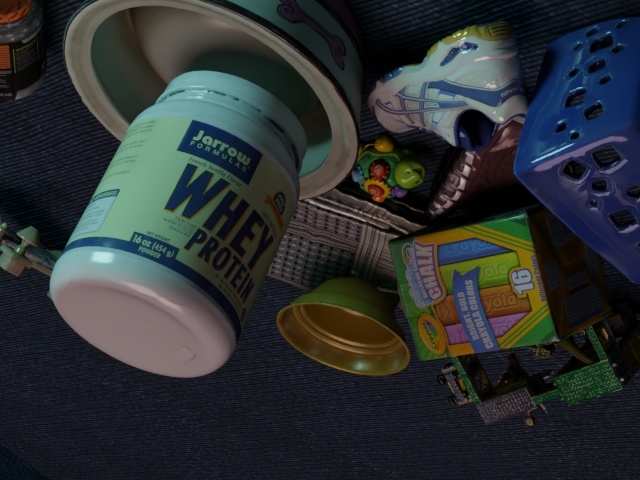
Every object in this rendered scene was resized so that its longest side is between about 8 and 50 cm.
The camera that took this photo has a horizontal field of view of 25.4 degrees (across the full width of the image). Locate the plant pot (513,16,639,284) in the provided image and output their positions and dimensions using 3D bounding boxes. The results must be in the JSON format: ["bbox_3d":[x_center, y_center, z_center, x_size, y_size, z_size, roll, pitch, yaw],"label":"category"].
[{"bbox_3d":[0.387,-0.125,1.613,0.236,0.236,0.212,38,140,-22],"label":"plant pot"}]

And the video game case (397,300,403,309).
[{"bbox_3d":[0.153,0.054,2.243,0.274,0.026,0.196,34,148,-20],"label":"video game case"}]

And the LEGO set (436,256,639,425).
[{"bbox_3d":[0.341,0.130,2.130,0.331,0.192,0.255,-35,89,37],"label":"LEGO set"}]

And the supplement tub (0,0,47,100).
[{"bbox_3d":[-0.446,-0.294,2.003,0.117,0.117,0.190,21,149,3],"label":"supplement tub"}]

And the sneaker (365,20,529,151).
[{"bbox_3d":[0.151,-0.162,1.751,0.112,0.131,0.296,-15,175,-24],"label":"sneaker"}]

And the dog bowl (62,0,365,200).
[{"bbox_3d":[-0.120,-0.231,1.854,0.408,0.150,0.408,16,149,10],"label":"dog bowl"}]

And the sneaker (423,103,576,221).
[{"bbox_3d":[0.248,-0.082,1.889,0.162,0.106,0.281,22,149,-5],"label":"sneaker"}]

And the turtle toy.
[{"bbox_3d":[0.098,-0.096,2.001,0.130,0.066,0.095,-14,134,46],"label":"turtle toy"}]

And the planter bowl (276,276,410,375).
[{"bbox_3d":[0.047,0.120,2.226,0.217,0.090,0.217,15,150,9],"label":"planter bowl"}]

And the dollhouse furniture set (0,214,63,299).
[{"bbox_3d":[-0.450,-0.001,2.548,0.303,0.174,0.355,34,180,-42],"label":"dollhouse furniture set"}]

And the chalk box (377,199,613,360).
[{"bbox_3d":[0.220,0.055,1.951,0.289,0.180,0.179,-13,93,38],"label":"chalk box"}]

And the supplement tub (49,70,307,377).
[{"bbox_3d":[-0.163,-0.023,1.741,0.235,0.325,0.235,17,150,10],"label":"supplement tub"}]

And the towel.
[{"bbox_3d":[0.000,0.000,2.183,0.312,0.056,0.324,22,149,2],"label":"towel"}]
